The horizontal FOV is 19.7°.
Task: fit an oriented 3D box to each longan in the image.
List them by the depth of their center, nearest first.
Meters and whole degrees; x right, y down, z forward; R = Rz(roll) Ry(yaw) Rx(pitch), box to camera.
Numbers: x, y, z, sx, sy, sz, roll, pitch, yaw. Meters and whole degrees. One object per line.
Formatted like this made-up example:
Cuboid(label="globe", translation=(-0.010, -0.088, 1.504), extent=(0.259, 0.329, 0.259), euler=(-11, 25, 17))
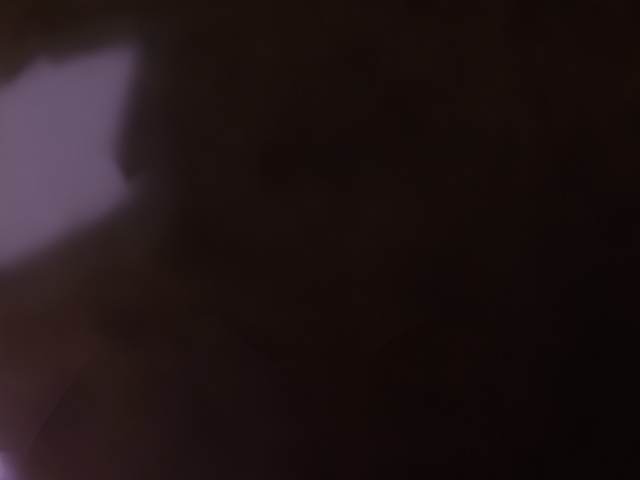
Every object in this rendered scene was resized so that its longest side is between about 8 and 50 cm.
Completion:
Cuboid(label="longan", translation=(0.000, -0.004, 0.562), extent=(0.297, 0.297, 0.297), euler=(-39, 38, 40))
